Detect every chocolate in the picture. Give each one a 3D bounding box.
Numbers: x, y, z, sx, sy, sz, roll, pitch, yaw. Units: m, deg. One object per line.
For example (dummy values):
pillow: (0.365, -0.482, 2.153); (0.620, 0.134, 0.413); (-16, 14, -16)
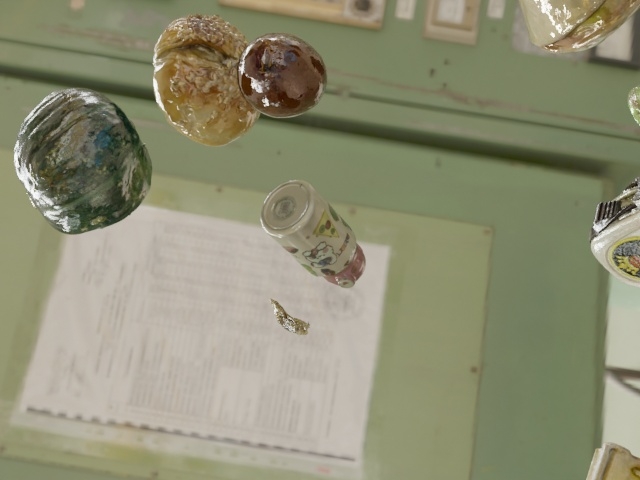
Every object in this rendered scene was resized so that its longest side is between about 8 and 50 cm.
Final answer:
chocolate: (-0.074, -0.300, 1.715); (0.177, 0.176, 0.177); (9, -90, -90)

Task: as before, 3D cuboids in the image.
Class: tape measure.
tape measure: (0.688, -0.022, 2.044); (0.231, 0.271, 0.133); (-20, 39, 47)

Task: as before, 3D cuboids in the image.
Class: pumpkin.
pumpkin: (-0.492, -0.180, 1.885); (0.293, 0.263, 0.197); (52, 170, 35)

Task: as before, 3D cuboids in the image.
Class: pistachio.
pistachio: (0.582, -0.573, 2.046); (0.365, 0.281, 0.445); (-59, 14, 10)

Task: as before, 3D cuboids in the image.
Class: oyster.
oyster: (-0.062, 0.149, 1.791); (0.034, 0.093, 0.051); (-47, -17, -24)

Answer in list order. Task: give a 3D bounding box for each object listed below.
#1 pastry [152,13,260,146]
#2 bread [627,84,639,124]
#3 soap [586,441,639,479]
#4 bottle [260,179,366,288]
pastry: (-0.232, -0.370, 2.098); (0.184, 0.284, 0.316); (-29, 44, 36)
bread: (0.840, -0.263, 2.154); (0.301, 0.301, 0.045); (-80, 16, -48)
soap: (0.551, 0.528, 1.626); (0.281, 0.259, 0.143); (-63, 0, -16)
bottle: (0.000, 0.000, 1.743); (0.253, 0.120, 0.120); (45, -134, -46)
